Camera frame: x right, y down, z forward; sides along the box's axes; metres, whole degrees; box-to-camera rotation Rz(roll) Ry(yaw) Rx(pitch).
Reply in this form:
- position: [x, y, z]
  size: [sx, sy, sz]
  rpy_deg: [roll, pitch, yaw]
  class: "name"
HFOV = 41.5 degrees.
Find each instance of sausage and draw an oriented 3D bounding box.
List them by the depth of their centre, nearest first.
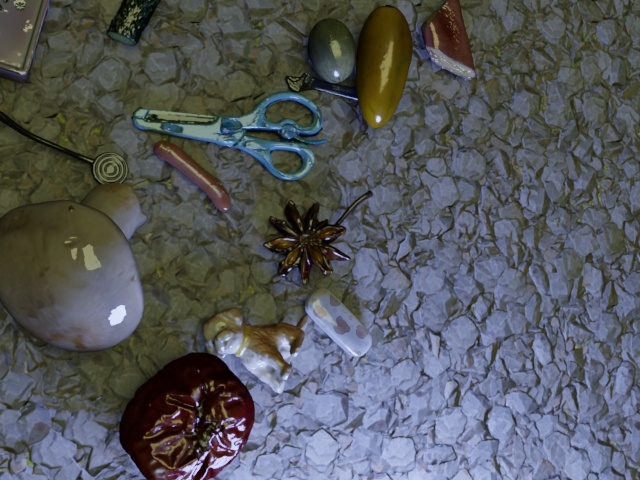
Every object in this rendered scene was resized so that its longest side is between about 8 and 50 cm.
- position: [-0.241, -0.127, 1.622]
  size: [0.186, 0.043, 0.043]
  rpy_deg: [41, 73, -11]
  class: "sausage"

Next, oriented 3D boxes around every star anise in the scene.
- position: [0.003, -0.001, 1.673]
  size: [0.233, 0.073, 0.177]
  rpy_deg: [-8, 79, -4]
  class: "star anise"

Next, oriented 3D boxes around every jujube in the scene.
- position: [-0.233, 0.321, 1.498]
  size: [0.232, 0.213, 0.213]
  rpy_deg: [-41, 98, -14]
  class: "jujube"

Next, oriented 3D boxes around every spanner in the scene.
- position: [0.026, -0.313, 1.753]
  size: [0.208, 0.012, 0.046]
  rpy_deg: [9, 82, -20]
  class: "spanner"

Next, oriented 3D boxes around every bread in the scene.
- position: [0.267, -0.439, 1.824]
  size: [0.119, 0.067, 0.193]
  rpy_deg: [-10, 89, -28]
  class: "bread"

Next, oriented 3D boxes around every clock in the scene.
- position: [-0.571, -0.396, 1.514]
  size: [0.146, 0.071, 0.192]
  rpy_deg: [15, 79, -18]
  class: "clock"

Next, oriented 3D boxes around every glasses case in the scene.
- position: [0.037, 0.164, 1.688]
  size: [0.164, 0.041, 0.063]
  rpy_deg: [46, 68, -11]
  class: "glasses case"

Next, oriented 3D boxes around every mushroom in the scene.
- position: [-0.400, 0.035, 1.456]
  size: [0.292, 0.292, 0.290]
  rpy_deg: [49, 42, -9]
  class: "mushroom"

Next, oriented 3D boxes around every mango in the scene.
- position: [0.128, -0.353, 1.730]
  size: [0.113, 0.138, 0.254]
  rpy_deg: [6, 85, 2]
  class: "mango"

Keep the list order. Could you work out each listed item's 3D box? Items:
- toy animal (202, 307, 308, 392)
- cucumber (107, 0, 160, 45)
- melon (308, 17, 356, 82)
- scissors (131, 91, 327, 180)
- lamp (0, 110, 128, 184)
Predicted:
- position: [-0.125, 0.175, 1.620]
  size: [0.185, 0.104, 0.184]
  rpy_deg: [21, 43, 1]
  class: "toy animal"
- position: [-0.318, -0.506, 1.624]
  size: [0.067, 0.067, 0.294]
  rpy_deg: [29, 75, -15]
  class: "cucumber"
- position: [0.024, -0.385, 1.715]
  size: [0.098, 0.098, 0.131]
  rpy_deg: [-11, 93, -21]
  class: "melon"
- position: [-0.171, -0.221, 1.661]
  size: [0.392, 0.032, 0.180]
  rpy_deg: [6, 82, -19]
  class: "scissors"
- position: [-0.505, -0.193, 1.478]
  size: [0.371, 0.108, 0.130]
  rpy_deg: [37, 74, -20]
  class: "lamp"
